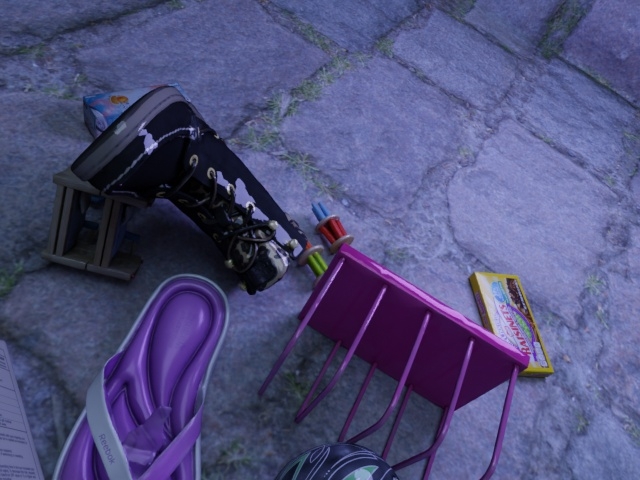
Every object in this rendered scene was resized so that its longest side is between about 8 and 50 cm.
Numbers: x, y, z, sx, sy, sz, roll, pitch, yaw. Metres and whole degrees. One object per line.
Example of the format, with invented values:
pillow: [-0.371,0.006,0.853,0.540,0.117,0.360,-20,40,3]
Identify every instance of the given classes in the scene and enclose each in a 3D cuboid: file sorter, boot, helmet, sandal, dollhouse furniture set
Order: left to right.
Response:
dollhouse furniture set: [-0.318,-0.048,0.770,0.129,0.129,0.183,17,20,-11]
sandal: [-0.213,0.207,0.606,0.169,0.102,0.416,12,53,-11]
boot: [-0.149,-0.052,0.682,0.284,0.138,0.377,50,4,-12]
helmet: [0.017,0.322,0.579,0.169,0.169,0.161,10,60,-16]
file sorter: [0.086,0.191,0.680,0.291,0.202,0.182,31,50,3]

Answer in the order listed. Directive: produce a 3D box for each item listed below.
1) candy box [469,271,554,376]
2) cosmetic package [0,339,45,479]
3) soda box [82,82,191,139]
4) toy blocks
candy box: [0.355,0.154,0.934,0.105,0.027,0.206,5,53,-15]
cosmetic package: [-0.360,0.231,0.474,0.113,0.160,0.309,-28,65,-13]
soda box: [-0.337,-0.241,0.924,0.183,0.063,0.058,-23,65,-34]
toy blocks: [0.000,0.000,0.886,0.123,0.054,0.148,-19,64,-33]
